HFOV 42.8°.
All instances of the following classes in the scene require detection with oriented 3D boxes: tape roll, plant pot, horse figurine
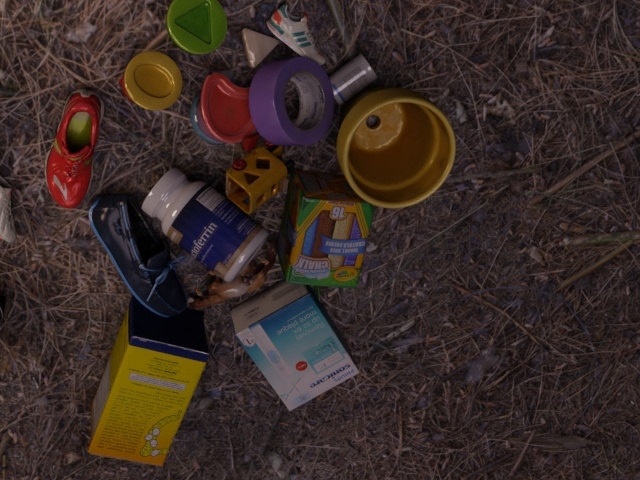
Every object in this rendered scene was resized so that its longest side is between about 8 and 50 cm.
[{"bbox_3d":[-0.061,-0.300,1.773,0.189,0.080,0.189,-5,96,-48],"label":"tape roll"},{"bbox_3d":[0.146,-0.233,1.833,0.253,0.239,0.254,-6,118,-11],"label":"plant pot"},{"bbox_3d":[-0.208,0.096,1.997,0.263,0.066,0.174,-27,160,-10],"label":"horse figurine"}]

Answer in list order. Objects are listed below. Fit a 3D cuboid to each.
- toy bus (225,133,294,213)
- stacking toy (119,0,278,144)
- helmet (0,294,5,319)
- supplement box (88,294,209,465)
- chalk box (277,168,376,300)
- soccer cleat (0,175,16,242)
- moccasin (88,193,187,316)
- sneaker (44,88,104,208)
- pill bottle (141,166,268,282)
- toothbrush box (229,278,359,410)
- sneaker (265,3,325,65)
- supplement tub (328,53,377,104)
[{"bbox_3d":[-0.119,-0.149,1.835,0.104,0.191,0.202,40,107,18],"label":"toy bus"},{"bbox_3d":[-0.262,-0.368,1.776,0.308,0.130,0.280,26,83,-26],"label":"stacking toy"},{"bbox_3d":[-0.808,0.161,1.862,0.169,0.161,0.170,-5,118,-10],"label":"helmet"},{"bbox_3d":[-0.429,0.349,2.029,0.195,0.194,0.357,17,112,-20],"label":"supplement box"},{"bbox_3d":[0.000,0.000,1.955,0.179,0.180,0.289,6,114,-16],"label":"chalk box"},{"bbox_3d":[-0.713,-0.085,1.814,0.076,0.068,0.196,-21,117,-5],"label":"soccer cleat"},{"bbox_3d":[-0.403,0.043,1.897,0.116,0.138,0.342,-19,123,23],"label":"moccasin"},{"bbox_3d":[-0.539,-0.189,1.767,0.107,0.118,0.279,9,114,-16],"label":"sneaker"},{"bbox_3d":[-0.262,-0.039,1.849,0.264,0.153,0.153,37,105,1],"label":"pill bottle"},{"bbox_3d":[-0.066,0.262,2.107,0.216,0.126,0.296,-28,121,3],"label":"toothbrush box"},{"bbox_3d":[-0.039,-0.449,1.783,0.161,0.057,0.075,34,111,-23],"label":"sneaker"},{"bbox_3d":[0.067,-0.363,1.844,0.107,0.071,0.071,-34,119,7],"label":"supplement tub"}]
